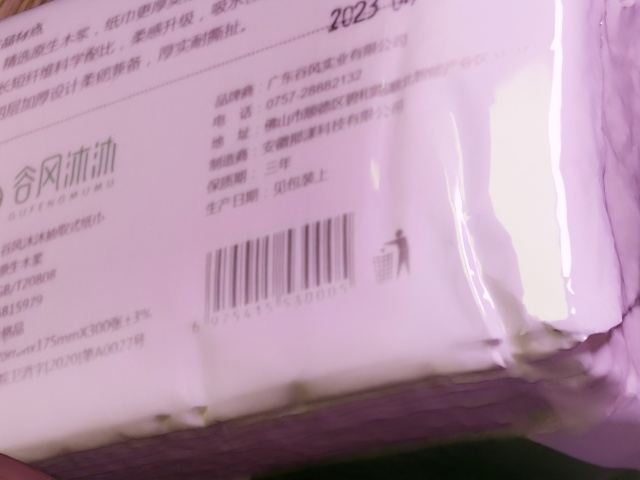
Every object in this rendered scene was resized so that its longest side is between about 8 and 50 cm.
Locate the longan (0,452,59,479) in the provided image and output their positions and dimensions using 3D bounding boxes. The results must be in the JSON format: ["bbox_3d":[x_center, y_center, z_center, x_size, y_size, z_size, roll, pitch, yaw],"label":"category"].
[{"bbox_3d":[-0.165,0.220,0.679,0.297,0.297,0.297,-18,40,16],"label":"longan"}]

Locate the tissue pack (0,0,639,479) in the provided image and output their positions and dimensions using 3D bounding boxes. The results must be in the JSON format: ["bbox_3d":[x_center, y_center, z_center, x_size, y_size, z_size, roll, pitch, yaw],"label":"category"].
[{"bbox_3d":[0.001,0.001,0.819,0.357,0.194,0.266,-14,57,31],"label":"tissue pack"}]
